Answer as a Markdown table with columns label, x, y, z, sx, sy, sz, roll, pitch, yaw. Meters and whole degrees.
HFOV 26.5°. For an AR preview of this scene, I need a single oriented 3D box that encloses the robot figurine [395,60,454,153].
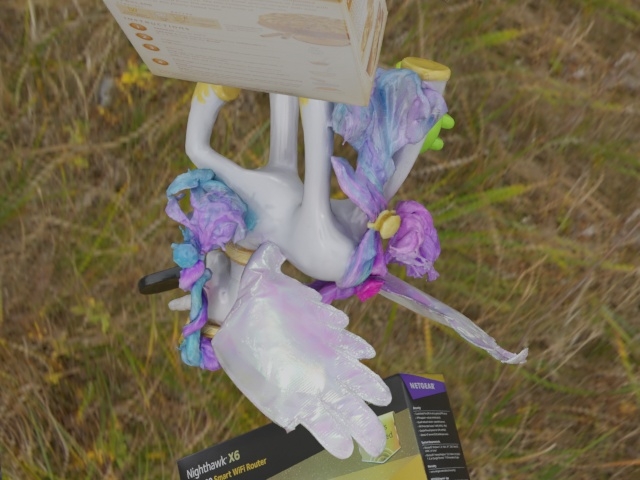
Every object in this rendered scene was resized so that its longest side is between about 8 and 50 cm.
| label | x | y | z | sx | sy | sz | roll | pitch | yaw |
| --- | --- | --- | --- | --- | --- | --- | --- | --- | --- |
| robot figurine | 0.074 | -0.124 | 1.339 | 0.115 | 0.067 | 0.101 | 17 | 109 | -31 |

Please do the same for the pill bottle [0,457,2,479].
| label | x | y | z | sx | sy | sz | roll | pitch | yaw |
| --- | --- | --- | --- | --- | --- | --- | --- | --- | --- |
| pill bottle | -0.207 | 0.119 | 0.560 | 0.153 | 0.153 | 0.264 | -2 | 98 | -7 |

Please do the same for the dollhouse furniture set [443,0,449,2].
| label | x | y | z | sx | sy | sz | roll | pitch | yaw |
| --- | --- | --- | --- | --- | --- | --- | --- | --- | --- |
| dollhouse furniture set | 0.070 | -0.199 | 1.010 | 0.101 | 0.161 | 0.182 | 27 | 83 | 14 |

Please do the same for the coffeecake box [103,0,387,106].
| label | x | y | z | sx | sy | sz | roll | pitch | yaw |
| --- | --- | --- | --- | --- | --- | --- | --- | --- | --- |
| coffeecake box | -0.043 | -0.145 | 0.764 | 0.142 | 0.185 | 0.068 | 10 | 78 | 9 |

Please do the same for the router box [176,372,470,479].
| label | x | y | z | sx | sy | sz | roll | pitch | yaw |
| --- | --- | --- | --- | --- | --- | --- | --- | --- | --- |
| router box | 0.011 | 0.291 | 1.346 | 0.081 | 0.309 | 0.243 | 9 | 61 | -51 |

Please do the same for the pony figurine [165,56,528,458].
| label | x | y | z | sx | sy | sz | roll | pitch | yaw |
| --- | --- | --- | --- | --- | --- | --- | --- | --- | --- |
| pony figurine | 0.000 | 0.000 | 1.237 | 0.351 | 0.363 | 0.303 | 27 | 25 | 35 |

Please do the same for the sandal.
| label | x | y | z | sx | sy | sz | roll | pitch | yaw |
| --- | --- | --- | --- | --- | --- | --- | --- | --- | --- |
| sandal | -0.114 | 0.040 | 1.521 | 0.179 | 0.067 | 0.040 | -17 | 74 | -11 |
